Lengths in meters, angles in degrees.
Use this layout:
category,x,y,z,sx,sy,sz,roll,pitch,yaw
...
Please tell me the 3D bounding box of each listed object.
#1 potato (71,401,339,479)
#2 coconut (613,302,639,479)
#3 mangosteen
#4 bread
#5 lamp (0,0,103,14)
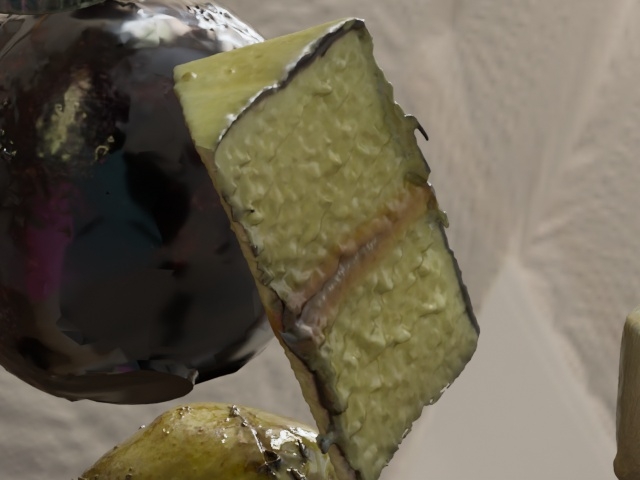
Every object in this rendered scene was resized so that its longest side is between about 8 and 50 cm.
category,x,y,z,sx,sy,sz,roll,pitch,yaw
potato,-0.126,0.260,1.941,0.140,0.300,0.173,61,-151,-46
coconut,0.222,0.083,0.872,0.162,0.161,0.161,-37,-40,6
mangosteen,-0.198,-0.025,1.571,0.381,0.421,0.381,-20,-90,-79
bread,0.000,0.000,1.132,0.178,0.142,0.266,-36,-58,-27
lamp,-0.178,-0.270,1.075,0.205,0.374,0.272,-9,-70,-14
